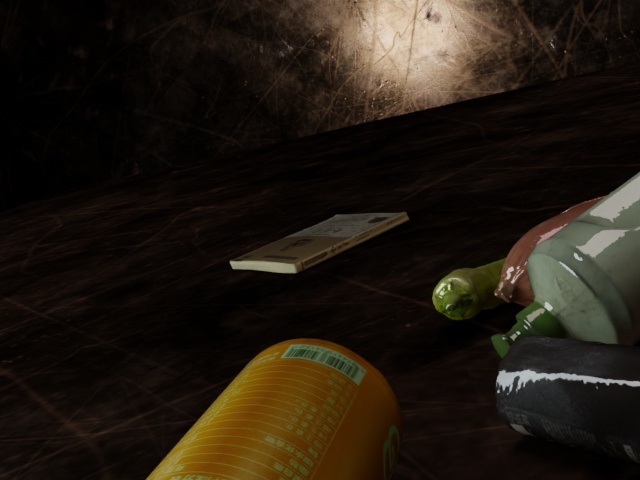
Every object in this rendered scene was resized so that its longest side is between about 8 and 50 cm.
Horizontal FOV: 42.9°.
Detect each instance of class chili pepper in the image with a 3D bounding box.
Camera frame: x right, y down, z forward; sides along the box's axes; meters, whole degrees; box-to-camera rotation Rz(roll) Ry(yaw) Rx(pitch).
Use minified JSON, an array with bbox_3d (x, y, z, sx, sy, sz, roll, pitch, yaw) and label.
[{"bbox_3d":[0.163,0.027,0.684,0.208,0.048,0.043,-19,47,-34],"label":"chili pepper"}]

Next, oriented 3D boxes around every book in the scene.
[{"bbox_3d":[0.000,0.000,1.045,0.199,0.016,0.138,-24,15,-37],"label":"book"}]

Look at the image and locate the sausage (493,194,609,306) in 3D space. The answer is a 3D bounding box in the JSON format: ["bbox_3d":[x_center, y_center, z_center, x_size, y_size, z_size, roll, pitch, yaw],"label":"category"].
[{"bbox_3d":[0.337,-0.024,0.619,0.433,0.087,0.088,-14,12,0],"label":"sausage"}]

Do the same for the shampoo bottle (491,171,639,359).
[{"bbox_3d":[0.209,0.005,0.519,0.234,0.087,0.118,-35,-16,-4],"label":"shampoo bottle"}]

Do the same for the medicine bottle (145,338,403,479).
[{"bbox_3d":[-0.027,0.120,0.352,0.096,0.096,0.192,-10,13,19],"label":"medicine bottle"}]

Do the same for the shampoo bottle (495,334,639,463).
[{"bbox_3d":[0.178,0.084,0.379,0.057,0.063,0.208,-10,6,-36],"label":"shampoo bottle"}]

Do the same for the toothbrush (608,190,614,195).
[{"bbox_3d":[0.414,-0.053,0.807,0.263,0.022,0.026,-5,27,38],"label":"toothbrush"}]
